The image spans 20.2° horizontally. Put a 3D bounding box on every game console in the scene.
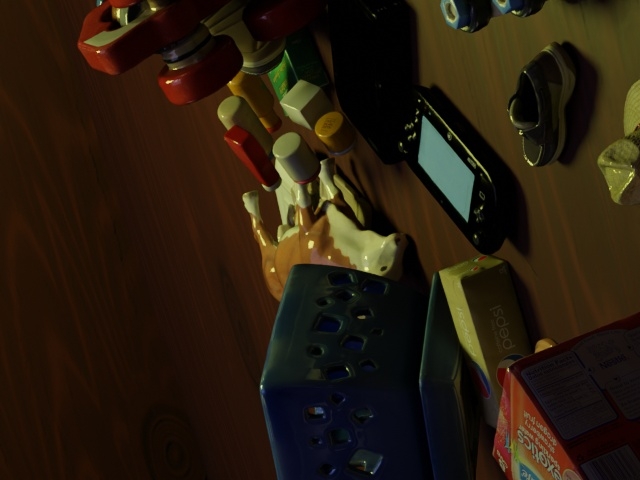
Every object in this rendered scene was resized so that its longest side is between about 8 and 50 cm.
[{"bbox_3d":[0.101,-0.135,1.909,0.361,0.044,0.213,54,159,42],"label":"game console"}]

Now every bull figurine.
[{"bbox_3d":[0.000,0.000,2.264,0.310,0.101,0.188,-24,80,62],"label":"bull figurine"}]

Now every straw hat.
[{"bbox_3d":[0.257,-0.058,1.441,0.144,0.061,0.144,159,90,-75],"label":"straw hat"}]

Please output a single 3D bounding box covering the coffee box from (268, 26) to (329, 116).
[{"bbox_3d":[-0.051,-0.257,2.264,0.184,0.040,0.113,67,163,8],"label":"coffee box"}]

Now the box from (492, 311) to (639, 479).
[{"bbox_3d":[0.266,0.124,1.281,0.128,0.256,0.123,58,159,34],"label":"box"}]

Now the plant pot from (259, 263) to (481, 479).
[{"bbox_3d":[0.067,0.177,2.025,0.236,0.212,0.236,-78,-19,-55],"label":"plant pot"}]

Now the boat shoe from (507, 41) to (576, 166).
[{"bbox_3d":[0.191,-0.117,1.608,0.056,0.049,0.152,58,162,33],"label":"boat shoe"}]

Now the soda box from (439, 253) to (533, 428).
[{"bbox_3d":[0.186,0.109,1.915,0.061,0.058,0.181,23,133,69],"label":"soda box"}]

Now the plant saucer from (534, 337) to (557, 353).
[{"bbox_3d":[0.242,0.141,1.850,0.083,0.013,0.083,58,161,34],"label":"plant saucer"}]

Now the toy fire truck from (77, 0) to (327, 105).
[{"bbox_3d":[-0.153,-0.294,2.101,0.169,0.302,0.254,58,166,-22],"label":"toy fire truck"}]

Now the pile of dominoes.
[{"bbox_3d":[0.025,-0.001,2.384,0.196,0.040,0.251,47,148,41],"label":"pile of dominoes"}]

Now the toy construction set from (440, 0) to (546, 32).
[{"bbox_3d":[0.123,-0.282,1.470,0.327,0.151,0.215,-146,37,-83],"label":"toy construction set"}]

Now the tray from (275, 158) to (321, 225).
[{"bbox_3d":[-0.018,0.011,2.537,0.145,0.030,0.270,46,153,53],"label":"tray"}]

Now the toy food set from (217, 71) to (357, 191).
[{"bbox_3d":[-0.039,-0.121,2.158,0.232,0.111,0.104,27,160,44],"label":"toy food set"}]

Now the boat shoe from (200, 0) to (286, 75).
[{"bbox_3d":[-0.119,-0.275,2.226,0.285,0.103,0.092,44,162,44],"label":"boat shoe"}]
